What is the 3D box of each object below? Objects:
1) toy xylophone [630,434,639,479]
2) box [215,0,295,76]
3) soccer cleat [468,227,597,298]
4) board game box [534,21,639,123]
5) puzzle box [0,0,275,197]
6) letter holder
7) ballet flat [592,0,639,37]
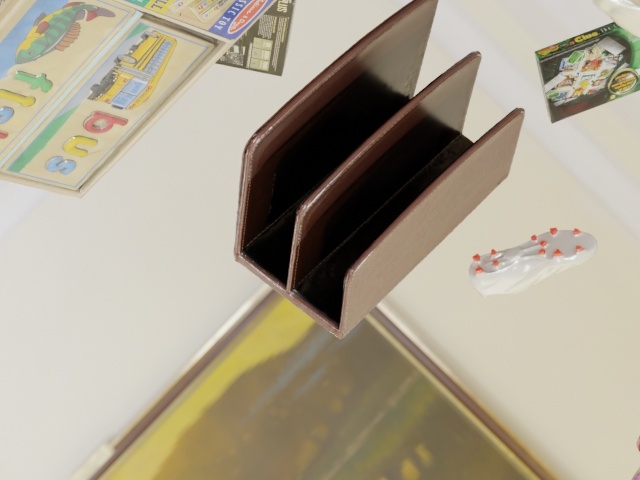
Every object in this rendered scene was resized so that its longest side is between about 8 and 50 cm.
[{"bbox_3d":[0.469,0.244,1.285,0.236,0.322,0.081,-120,-143,-51],"label":"toy xylophone"},{"bbox_3d":[-0.110,-0.342,1.926,0.180,0.147,0.078,101,-1,-45],"label":"box"},{"bbox_3d":[0.316,0.035,1.968,0.196,0.076,0.068,-15,-137,17],"label":"soccer cleat"},{"bbox_3d":[0.477,-0.289,2.137,0.259,0.136,0.030,-20,-142,0],"label":"board game box"},{"bbox_3d":[-0.268,-0.206,1.509,0.272,0.052,0.409,13,136,-45],"label":"puzzle box"},{"bbox_3d":[0.069,-0.088,1.366,0.302,0.152,0.214,-42,158,-30],"label":"letter holder"},{"bbox_3d":[0.284,-0.301,1.292,0.147,0.409,0.147,-51,-178,3],"label":"ballet flat"}]
